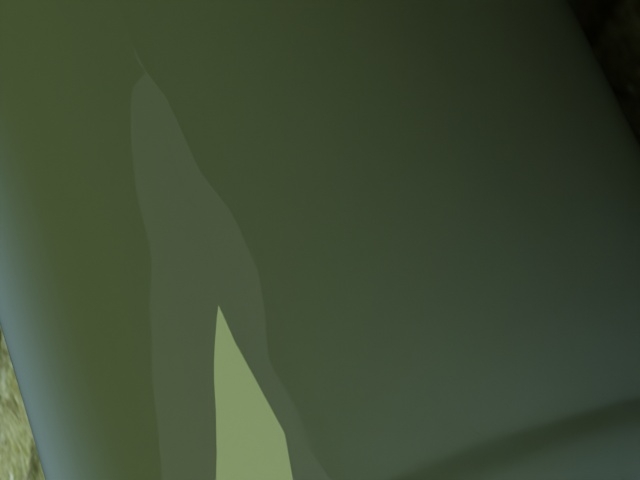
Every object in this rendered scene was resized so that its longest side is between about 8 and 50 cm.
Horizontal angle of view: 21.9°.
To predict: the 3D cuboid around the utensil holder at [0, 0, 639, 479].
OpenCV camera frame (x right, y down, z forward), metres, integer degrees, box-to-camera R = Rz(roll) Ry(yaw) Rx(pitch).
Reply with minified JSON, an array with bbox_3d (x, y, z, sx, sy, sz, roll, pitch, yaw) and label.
[{"bbox_3d":[0.000,0.000,0.793,0.327,0.328,0.385,-43,61,44],"label":"utensil holder"}]
